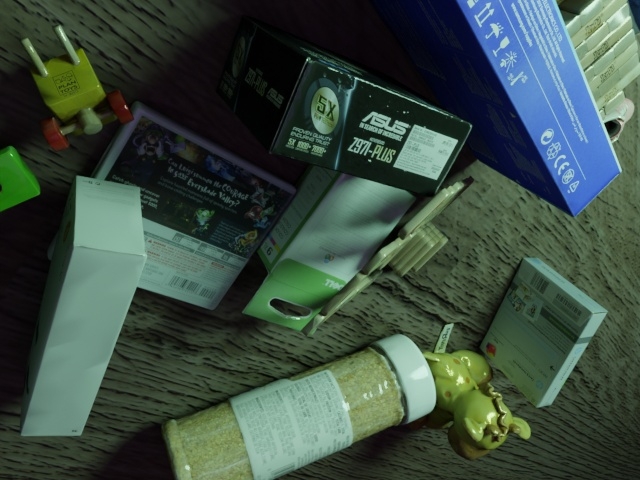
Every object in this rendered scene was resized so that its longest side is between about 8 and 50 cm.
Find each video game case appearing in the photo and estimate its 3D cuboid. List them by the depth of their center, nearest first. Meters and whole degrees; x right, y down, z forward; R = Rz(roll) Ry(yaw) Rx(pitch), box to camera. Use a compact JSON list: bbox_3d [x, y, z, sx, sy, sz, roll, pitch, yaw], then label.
[{"bbox_3d":[-0.144,-0.023,0.560,0.190,0.022,0.173,25,107,-38],"label":"video game case"}]

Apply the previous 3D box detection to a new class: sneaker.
[{"bbox_3d":[0.386,-0.157,0.734,0.134,0.070,0.050,-12,124,-23],"label":"sneaker"}]

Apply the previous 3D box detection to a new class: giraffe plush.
[{"bbox_3d":[0.232,0.263,0.869,0.182,0.170,0.210,-18,128,-18],"label":"giraffe plush"}]

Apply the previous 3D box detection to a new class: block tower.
[{"bbox_3d":[0.237,-0.264,0.562,0.091,0.097,0.335,-43,134,3],"label":"block tower"}]

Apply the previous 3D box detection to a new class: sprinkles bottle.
[{"bbox_3d":[-0.023,0.238,0.740,0.356,0.121,0.121,-16,128,-19],"label":"sprinkles bottle"}]

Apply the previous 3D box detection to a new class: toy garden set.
[{"bbox_3d":[-0.276,-0.136,0.391,0.204,0.049,0.244,-26,130,-9],"label":"toy garden set"}]

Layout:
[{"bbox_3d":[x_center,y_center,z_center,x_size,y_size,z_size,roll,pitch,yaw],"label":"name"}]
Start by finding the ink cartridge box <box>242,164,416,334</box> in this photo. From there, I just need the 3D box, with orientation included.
[{"bbox_3d":[0.000,0.000,0.628,0.109,0.062,0.209,25,107,-39],"label":"ink cartridge box"}]

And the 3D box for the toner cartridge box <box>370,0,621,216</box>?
[{"bbox_3d":[0.163,-0.171,0.536,0.075,0.165,0.348,-46,132,6],"label":"toner cartridge box"}]

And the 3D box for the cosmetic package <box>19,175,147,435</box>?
[{"bbox_3d":[-0.222,0.068,0.502,0.061,0.099,0.239,10,124,-31],"label":"cosmetic package"}]

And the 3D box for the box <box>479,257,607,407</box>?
[{"bbox_3d":[0.340,0.143,0.865,0.038,0.145,0.186,2,120,-29],"label":"box"}]

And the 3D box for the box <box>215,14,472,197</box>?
[{"bbox_3d":[0.018,-0.120,0.499,0.180,0.147,0.077,11,116,-33],"label":"box"}]

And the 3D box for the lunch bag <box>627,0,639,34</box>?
[{"bbox_3d":[0.355,-0.284,0.618,0.067,0.065,0.098,34,57,-40],"label":"lunch bag"}]

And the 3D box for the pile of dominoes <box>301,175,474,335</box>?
[{"bbox_3d":[0.097,0.017,0.607,0.196,0.040,0.251,-47,171,21],"label":"pile of dominoes"}]
